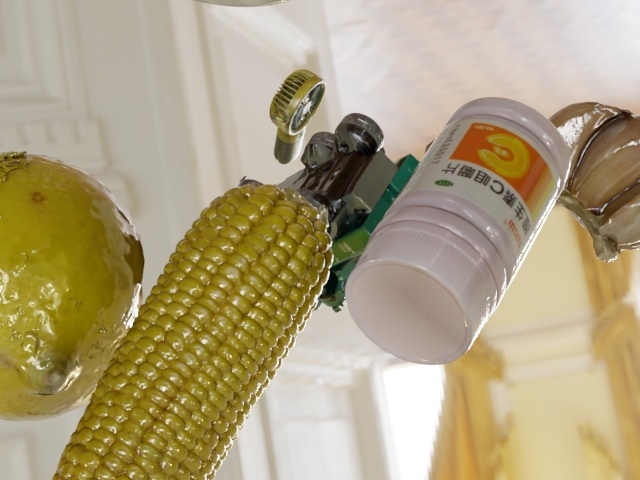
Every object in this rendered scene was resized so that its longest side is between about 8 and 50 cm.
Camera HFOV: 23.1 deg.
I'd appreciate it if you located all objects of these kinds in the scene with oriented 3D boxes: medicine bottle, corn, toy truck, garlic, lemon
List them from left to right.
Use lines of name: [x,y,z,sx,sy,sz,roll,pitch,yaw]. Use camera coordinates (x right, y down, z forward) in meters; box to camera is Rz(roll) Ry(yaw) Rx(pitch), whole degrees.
lemon: [-0.296,0.047,1.549,0.257,0.258,0.310,-7,-149,-13]
corn: [-0.112,0.107,1.378,0.144,0.387,0.144,25,152,14]
toy truck: [-0.006,-0.005,1.852,0.363,0.178,0.176,-22,-152,51]
medicine bottle: [0.128,-0.013,1.433,0.133,0.133,0.250,-19,-154,44]
garlic: [0.402,-0.088,2.116,0.191,0.214,0.160,-45,151,8]

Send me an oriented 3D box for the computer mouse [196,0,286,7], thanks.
computer mouse: [-0.035,-0.292,1.273,0.184,0.121,0.297,25,-143,25]

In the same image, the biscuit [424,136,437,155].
biscuit: [0.142,-0.104,1.780,0.016,0.082,0.092,39,166,-14]

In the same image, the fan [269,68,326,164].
fan: [-0.037,-0.153,1.990,0.082,0.039,0.155,-47,163,-35]
